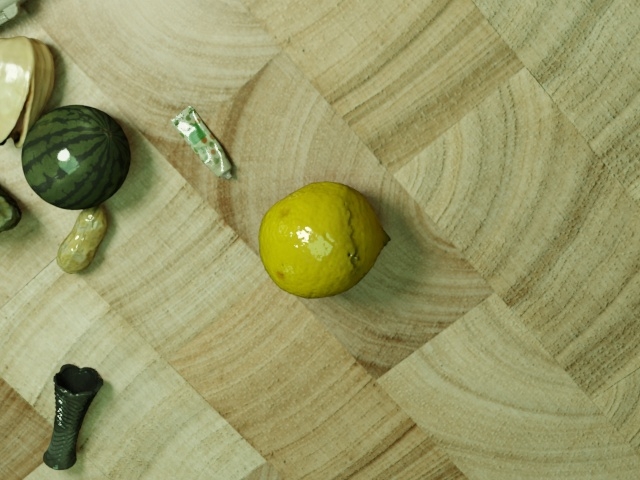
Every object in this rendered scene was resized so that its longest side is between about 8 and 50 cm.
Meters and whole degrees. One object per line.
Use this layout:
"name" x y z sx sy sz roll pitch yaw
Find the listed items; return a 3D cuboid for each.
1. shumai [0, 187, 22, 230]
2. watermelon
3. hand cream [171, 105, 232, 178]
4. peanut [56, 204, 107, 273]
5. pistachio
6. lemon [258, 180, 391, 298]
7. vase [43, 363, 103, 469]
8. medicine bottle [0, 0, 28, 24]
"shumai" -0.735 -0.114 1.741 0.272 0.222 0.203 10 106 11
"watermelon" -0.480 -0.160 1.700 0.212 0.212 0.212 2 110 5
"hand cream" -0.235 -0.193 1.760 0.057 0.037 0.165 -36 96 16
"peanut" -0.501 0.000 1.823 0.080 0.080 0.174 31 110 -6
"pistachio" -0.602 -0.289 1.689 0.157 0.157 0.229 17 106 -1
"lemon" -0.007 0.004 1.701 0.253 0.228 0.228 -27 105 22
"vase" -0.572 0.409 1.966 0.115 0.115 0.237 17 114 -1
"medicine bottle" -0.693 -0.526 1.633 0.375 0.123 0.282 -24 104 12
